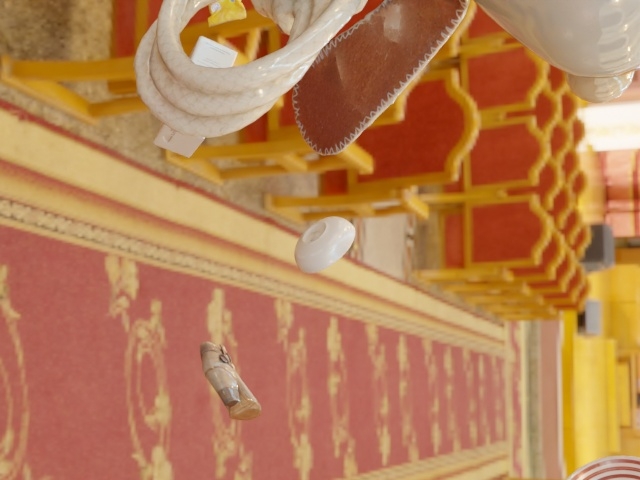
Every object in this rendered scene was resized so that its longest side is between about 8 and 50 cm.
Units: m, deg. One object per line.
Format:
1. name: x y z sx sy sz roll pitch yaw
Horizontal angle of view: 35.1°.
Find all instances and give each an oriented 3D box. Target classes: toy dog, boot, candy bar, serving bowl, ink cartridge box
1. toy dog: 0.020 -0.128 0.488 0.161 0.220 0.333 67 0 -45
2. boot: -0.114 0.174 1.273 0.087 0.042 0.118 65 2 27
3. candy bar: -0.111 -0.295 1.012 0.018 0.040 0.161 -21 98 -75
4. serving bowl: 0.000 0.000 1.214 0.027 0.083 0.083 49 38 -28
5. ink cartridge box: -0.219 -0.246 1.764 0.127 0.072 0.175 -29 -139 68

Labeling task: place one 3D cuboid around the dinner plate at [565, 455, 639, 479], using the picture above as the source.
1. dinner plate: 0.283 0.271 0.944 0.017 0.141 0.141 44 47 -53
